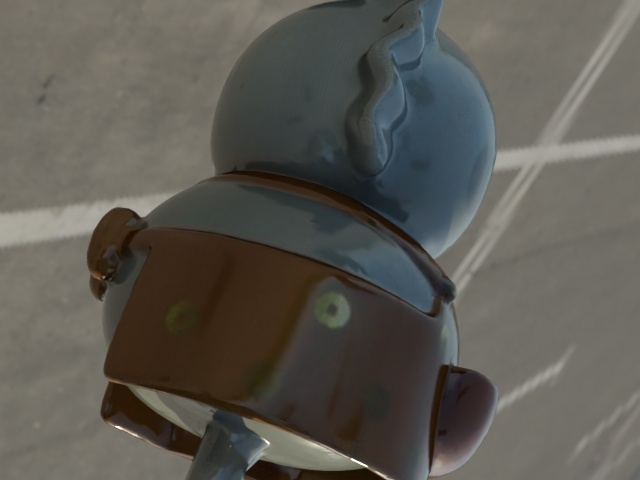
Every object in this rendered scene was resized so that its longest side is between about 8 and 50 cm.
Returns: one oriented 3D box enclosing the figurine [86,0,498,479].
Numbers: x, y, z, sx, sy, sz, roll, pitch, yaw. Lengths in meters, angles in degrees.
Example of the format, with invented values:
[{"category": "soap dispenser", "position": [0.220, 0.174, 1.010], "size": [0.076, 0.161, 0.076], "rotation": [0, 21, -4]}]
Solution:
[{"category": "figurine", "position": [-0.010, 0.000, 0.531], "size": [0.143, 0.143, 0.271], "rotation": [55, 36, -72]}]
